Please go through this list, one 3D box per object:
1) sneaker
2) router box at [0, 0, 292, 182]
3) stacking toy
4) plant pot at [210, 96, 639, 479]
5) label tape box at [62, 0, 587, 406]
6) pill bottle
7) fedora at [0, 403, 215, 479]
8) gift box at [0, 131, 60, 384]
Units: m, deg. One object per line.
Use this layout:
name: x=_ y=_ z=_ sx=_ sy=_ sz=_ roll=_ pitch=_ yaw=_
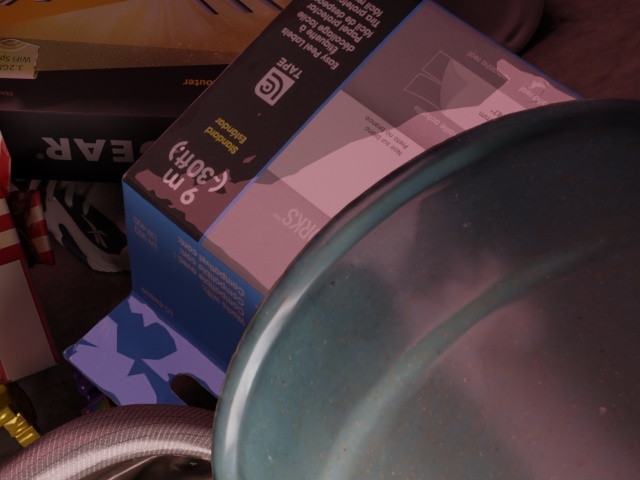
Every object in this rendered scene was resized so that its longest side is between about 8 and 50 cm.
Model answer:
sneaker: x=-0.218 y=-0.064 z=1.621 sx=0.094 sy=0.153 sz=0.235 roll=-50 pitch=37 yaw=-8
router box: x=-0.124 y=-0.157 z=1.575 sx=0.309 sy=0.081 sz=0.243 roll=2 pitch=49 yaw=3
stacking toy: x=-0.149 y=0.143 z=1.443 sx=0.167 sy=0.052 sz=0.221 roll=-33 pitch=43 yaw=7
plant pot: x=0.166 y=0.161 z=0.941 sx=0.341 sy=0.341 sz=0.334 roll=-39 pitch=44 yaw=4
label tape box: x=0.000 y=0.000 z=1.343 sx=0.348 sy=0.115 sz=0.249 roll=-46 pitch=57 yaw=-9
pill bottle: x=0.095 y=-0.217 z=1.536 sx=0.108 sy=0.108 sz=0.180 roll=-35 pitch=37 yaw=9
fedora: x=-0.116 y=0.221 z=1.233 sx=0.275 sy=0.244 sz=0.124 roll=-44 pitch=8 yaw=0
gift box: x=-0.350 y=0.006 z=1.437 sx=0.258 sy=0.276 sz=0.255 roll=-19 pitch=7 yaw=-35
